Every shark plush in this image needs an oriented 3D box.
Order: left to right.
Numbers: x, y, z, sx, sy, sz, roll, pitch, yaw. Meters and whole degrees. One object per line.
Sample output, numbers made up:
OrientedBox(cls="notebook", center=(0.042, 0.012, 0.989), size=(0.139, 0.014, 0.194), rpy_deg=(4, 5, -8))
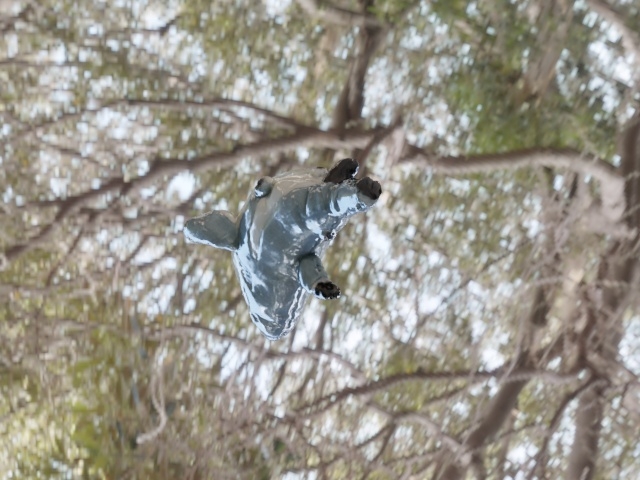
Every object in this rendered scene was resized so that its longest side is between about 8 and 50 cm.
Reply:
OrientedBox(cls="shark plush", center=(0.000, 0.000, 0.609), size=(0.073, 0.161, 0.067), rpy_deg=(-6, -104, -36))
